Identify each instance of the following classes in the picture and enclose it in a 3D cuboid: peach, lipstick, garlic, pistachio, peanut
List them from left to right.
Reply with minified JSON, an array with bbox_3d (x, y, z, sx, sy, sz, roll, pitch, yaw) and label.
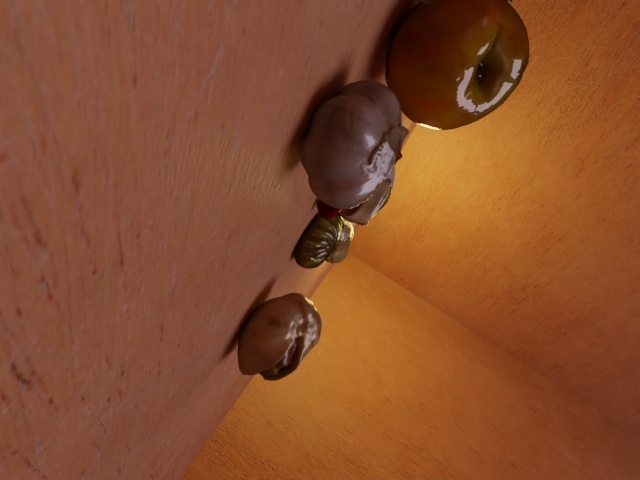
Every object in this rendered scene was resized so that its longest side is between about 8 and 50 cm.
[{"bbox_3d":[-0.135,0.301,1.279,0.321,0.229,0.238,-51,-151,17],"label":"pistachio"},{"bbox_3d":[0.060,0.000,1.661,0.147,0.147,0.305,-54,171,-29],"label":"peanut"},{"bbox_3d":[0.037,-0.174,0.705,0.143,0.178,0.229,16,89,-52],"label":"garlic"},{"bbox_3d":[0.100,-0.164,1.130,0.280,0.073,0.073,-41,-178,27],"label":"lipstick"},{"bbox_3d":[0.274,-0.389,0.890,0.289,0.289,0.308,-60,-148,24],"label":"peach"}]

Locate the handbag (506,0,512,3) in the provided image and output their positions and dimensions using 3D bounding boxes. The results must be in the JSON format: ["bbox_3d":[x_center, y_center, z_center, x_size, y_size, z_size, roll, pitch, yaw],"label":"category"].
[{"bbox_3d":[0.482,-0.741,1.132,0.205,0.179,0.116,-50,163,-57],"label":"handbag"}]

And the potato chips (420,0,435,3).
[{"bbox_3d":[0.178,-0.470,0.627,0.208,0.062,0.195,-53,166,-29],"label":"potato chips"}]

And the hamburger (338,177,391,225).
[{"bbox_3d":[0.148,-0.157,1.431,0.210,0.173,0.116,-59,149,5],"label":"hamburger"}]

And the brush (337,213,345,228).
[{"bbox_3d":[0.057,-0.083,1.493,0.190,0.027,0.034,-105,-141,-64],"label":"brush"}]

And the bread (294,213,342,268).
[{"bbox_3d":[0.000,0.000,1.357,0.213,0.105,0.213,-55,170,-14],"label":"bread"}]

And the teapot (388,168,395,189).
[{"bbox_3d":[0.206,-0.251,1.577,0.298,0.139,0.204,108,-11,-56],"label":"teapot"}]
